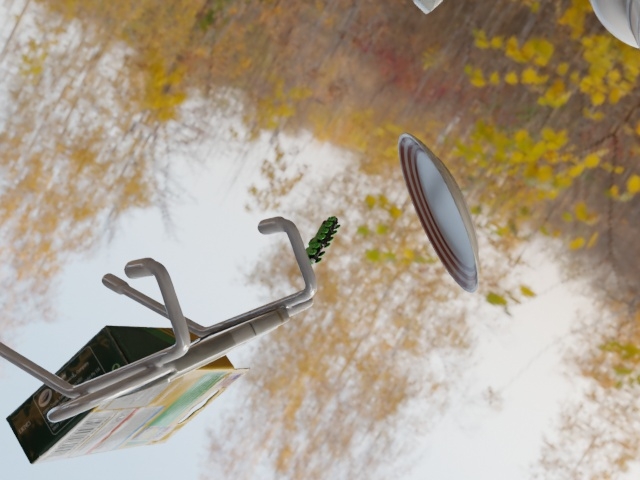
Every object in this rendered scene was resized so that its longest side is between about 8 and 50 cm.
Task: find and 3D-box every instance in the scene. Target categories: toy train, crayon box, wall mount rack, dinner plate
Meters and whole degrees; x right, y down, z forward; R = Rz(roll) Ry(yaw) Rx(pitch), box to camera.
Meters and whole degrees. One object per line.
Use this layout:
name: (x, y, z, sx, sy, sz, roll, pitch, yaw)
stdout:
toy train: (0.000, 0.000, 1.084, 0.017, 0.023, 0.083, 59, -146, -23)
crayon box: (-0.264, 0.217, 1.387, 0.083, 0.203, 0.323, 53, -165, 20)
wall mount rack: (-0.181, 0.078, 0.992, 0.350, 0.304, 0.130, -20, -91, -54)
dinner plate: (0.100, -0.024, 0.780, 0.141, 0.017, 0.141, 158, 90, -84)

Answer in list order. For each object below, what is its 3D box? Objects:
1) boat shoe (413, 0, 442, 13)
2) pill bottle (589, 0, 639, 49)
boat shoe: (0.095, -0.254, 0.755, 0.070, 0.078, 0.219, 36, -138, -13)
pill bottle: (0.421, -0.381, 1.177, 0.229, 0.229, 0.408, 26, -142, -25)
